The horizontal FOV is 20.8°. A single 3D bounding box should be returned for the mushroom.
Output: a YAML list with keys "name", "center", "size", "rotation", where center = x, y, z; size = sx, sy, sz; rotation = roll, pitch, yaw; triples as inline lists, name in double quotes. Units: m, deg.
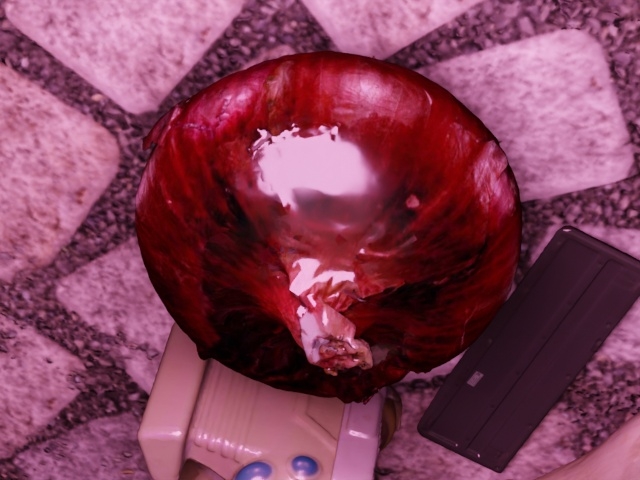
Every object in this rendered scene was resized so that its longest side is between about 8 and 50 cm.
- name: "mushroom"
  center: [0.266, 0.218, 1.548]
  size: [0.247, 0.096, 0.108]
  rotation: [-33, 146, 34]

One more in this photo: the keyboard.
- name: "keyboard"
  center: [0.162, 0.141, 1.553]
  size: [0.103, 0.041, 0.381]
  rotation: [27, 120, -7]

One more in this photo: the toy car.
- name: "toy car"
  center: [-0.061, 0.261, 1.552]
  size: [0.226, 0.242, 0.336]
  rotation: [14, 126, -1]

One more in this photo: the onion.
- name: "onion"
  center: [0.000, 0.000, 1.356]
  size: [0.314, 0.232, 0.314]
  rotation: [6, 128, 8]
